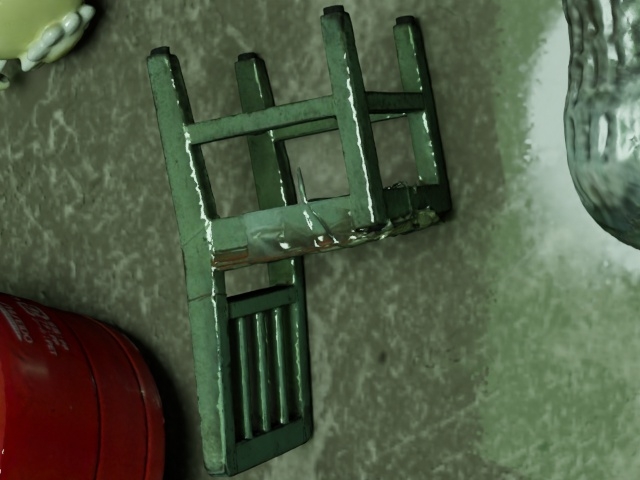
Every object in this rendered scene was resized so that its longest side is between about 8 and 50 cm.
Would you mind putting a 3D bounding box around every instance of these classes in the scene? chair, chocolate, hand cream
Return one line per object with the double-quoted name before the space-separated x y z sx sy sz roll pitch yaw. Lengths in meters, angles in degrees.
"chair" 0.000 0.000 0.992 0.147 0.136 0.270 -9 89 25
"chocolate" 0.189 -0.112 0.921 0.110 0.110 0.248 -3 90 23
"hand cream" -0.230 0.143 1.060 0.230 0.149 0.230 -15 65 34

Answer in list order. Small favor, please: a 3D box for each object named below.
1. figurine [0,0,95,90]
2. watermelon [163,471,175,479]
"figurine" -0.181 -0.262 0.998 0.226 0.274 0.394 44 127 17
"watermelon" -0.145 0.207 1.112 0.106 0.062 0.105 -1 86 19
